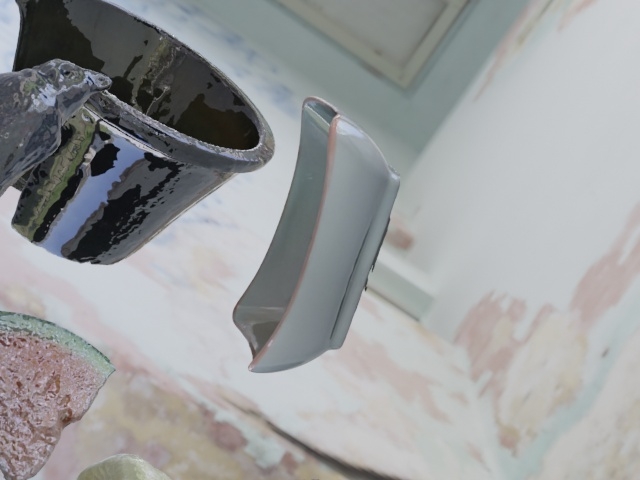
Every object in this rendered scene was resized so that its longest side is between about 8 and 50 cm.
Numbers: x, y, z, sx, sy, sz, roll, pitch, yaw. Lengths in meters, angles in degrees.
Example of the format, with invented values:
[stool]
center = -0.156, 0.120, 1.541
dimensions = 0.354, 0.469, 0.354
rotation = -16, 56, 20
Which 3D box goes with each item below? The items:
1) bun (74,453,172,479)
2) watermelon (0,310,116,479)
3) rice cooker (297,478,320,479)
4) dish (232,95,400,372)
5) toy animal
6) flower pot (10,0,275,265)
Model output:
[bun]
center = -0.262, 0.400, 1.615
dimensions = 0.229, 0.145, 0.229
rotation = -35, -145, 30
[watermelon]
center = -0.325, 0.138, 1.289
dimensions = 0.136, 0.202, 0.207
rotation = -50, 145, 3
[rice cooker]
center = -0.029, 0.331, 1.094
dimensions = 0.267, 0.267, 0.225
rotation = 136, -51, -60
[dish]
center = 0.000, 0.000, 1.014
dimensions = 0.151, 0.077, 0.212
rotation = -122, -130, -73
[toy animal]
center = -0.255, -0.066, 1.004
dimensions = 0.210, 0.121, 0.117
rotation = -30, 131, -32
[flower pot]
center = -0.267, -0.123, 1.607
dimensions = 0.251, 0.379, 0.379
rotation = -56, -173, 19
